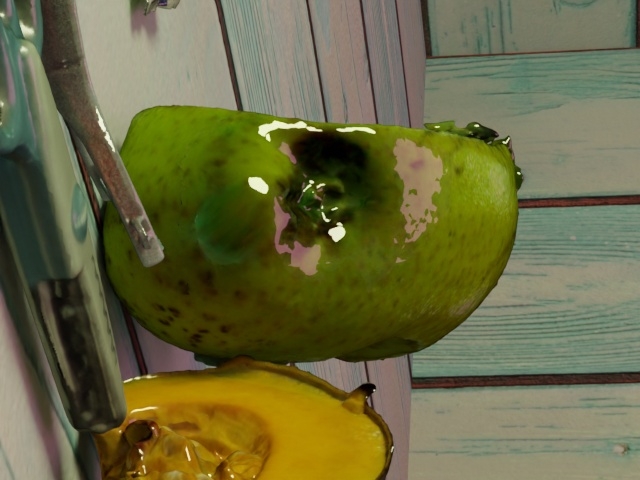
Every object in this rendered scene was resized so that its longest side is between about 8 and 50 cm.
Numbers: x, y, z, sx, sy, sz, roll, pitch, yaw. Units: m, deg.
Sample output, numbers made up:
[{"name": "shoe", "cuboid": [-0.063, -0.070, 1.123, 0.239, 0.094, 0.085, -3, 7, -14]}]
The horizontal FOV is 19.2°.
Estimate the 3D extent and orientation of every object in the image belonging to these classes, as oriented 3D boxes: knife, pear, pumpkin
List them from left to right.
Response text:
[{"name": "knife", "cuboid": [-0.121, -0.127, 0.915, 0.123, 0.053, 0.278, -139, -142, -60]}, {"name": "pumpkin", "cuboid": [-0.037, 0.162, 0.952, 0.278, 0.163, 0.111, -99, -178, -69]}, {"name": "pear", "cuboid": [0.000, 0.000, 1.135, 0.255, 0.238, 0.164, -8, 102, -84]}]

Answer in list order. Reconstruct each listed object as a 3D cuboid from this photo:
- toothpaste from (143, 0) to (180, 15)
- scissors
[{"name": "toothpaste", "cuboid": [-0.102, -0.266, 1.175, 0.078, 0.047, 0.248, -48, 138, -73]}, {"name": "scissors", "cuboid": [-0.132, -0.020, 0.886, 0.138, 0.041, 0.289, -94, 177, -55]}]
